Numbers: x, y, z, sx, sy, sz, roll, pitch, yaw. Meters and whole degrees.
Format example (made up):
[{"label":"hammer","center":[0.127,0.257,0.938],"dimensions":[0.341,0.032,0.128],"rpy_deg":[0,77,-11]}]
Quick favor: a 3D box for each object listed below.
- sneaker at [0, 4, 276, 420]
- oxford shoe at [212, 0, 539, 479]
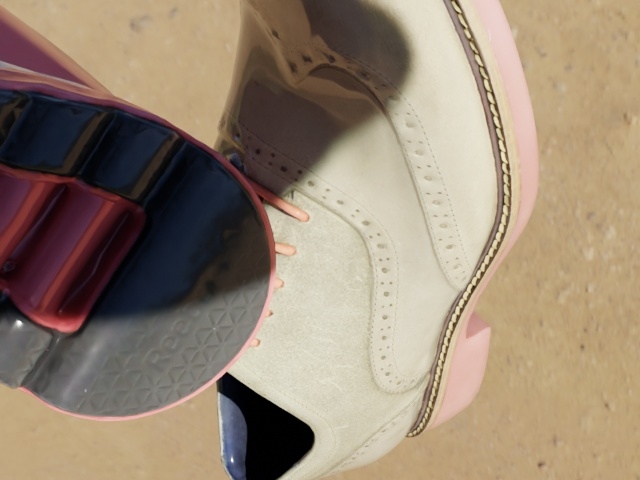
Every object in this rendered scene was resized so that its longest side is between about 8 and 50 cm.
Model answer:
[{"label":"sneaker","center":[-0.163,-0.052,0.390],"dimensions":[0.116,0.314,0.136],"rpy_deg":[-54,25,-1]},{"label":"oxford shoe","center":[0.000,0.000,0.516],"dimensions":[0.130,0.348,0.123],"rpy_deg":[-33,53,-22]}]
